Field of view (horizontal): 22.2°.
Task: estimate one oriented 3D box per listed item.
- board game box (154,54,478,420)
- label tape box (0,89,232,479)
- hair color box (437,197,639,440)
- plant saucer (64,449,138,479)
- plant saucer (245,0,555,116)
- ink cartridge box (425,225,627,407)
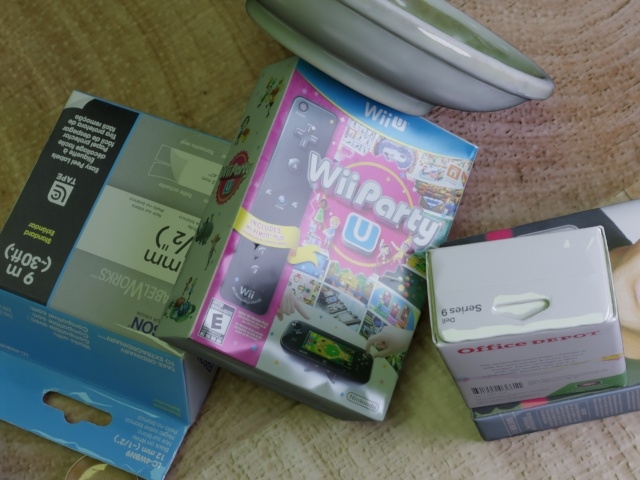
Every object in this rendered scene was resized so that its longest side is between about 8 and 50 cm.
[{"bbox_3d":[0.000,0.000,1.627,0.224,0.097,0.303,26,75,-21],"label":"board game box"},{"bbox_3d":[-0.211,0.043,1.703,0.249,0.115,0.348,20,73,17],"label":"label tape box"},{"bbox_3d":[0.318,0.061,1.585,0.374,0.113,0.185,-13,70,7],"label":"hair color box"},{"bbox_3d":[-0.226,0.260,1.688,0.083,0.015,0.083,-4,71,11],"label":"plant saucer"},{"bbox_3d":[0.039,-0.219,1.617,0.400,0.400,0.100,37,104,21],"label":"plant saucer"},{"bbox_3d":[0.185,0.071,1.436,0.154,0.212,0.093,-9,70,10],"label":"ink cartridge box"}]
